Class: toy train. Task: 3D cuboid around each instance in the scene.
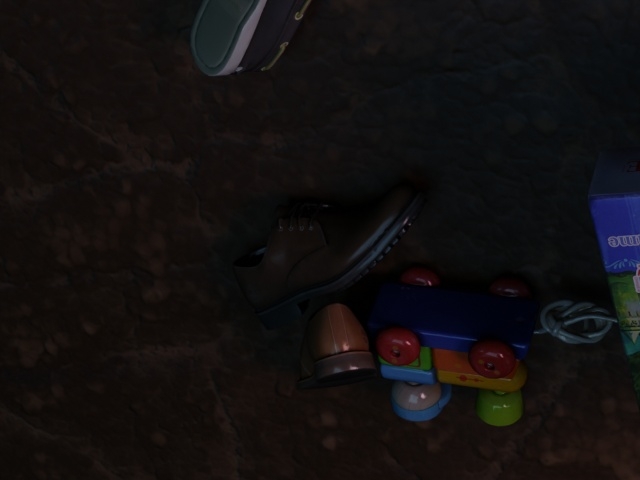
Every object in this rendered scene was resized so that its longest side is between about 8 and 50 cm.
[{"bbox_3d":[0.173,0.117,1.200,0.248,0.105,0.143,7,132,17],"label":"toy train"}]

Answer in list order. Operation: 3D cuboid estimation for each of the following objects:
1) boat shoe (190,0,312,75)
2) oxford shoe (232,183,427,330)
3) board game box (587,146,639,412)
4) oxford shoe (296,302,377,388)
[{"bbox_3d":[-0.031,-0.233,1.083,0.081,0.069,0.227,56,128,27],"label":"boat shoe"},{"bbox_3d":[0.000,0.000,1.202,0.227,0.083,0.096,-32,100,32],"label":"oxford shoe"},{"bbox_3d":[0.368,0.072,0.857,0.319,0.066,0.318,-5,124,27],"label":"board game box"},{"bbox_3d":[0.014,0.102,1.228,0.076,0.212,0.076,-10,78,-10],"label":"oxford shoe"}]
